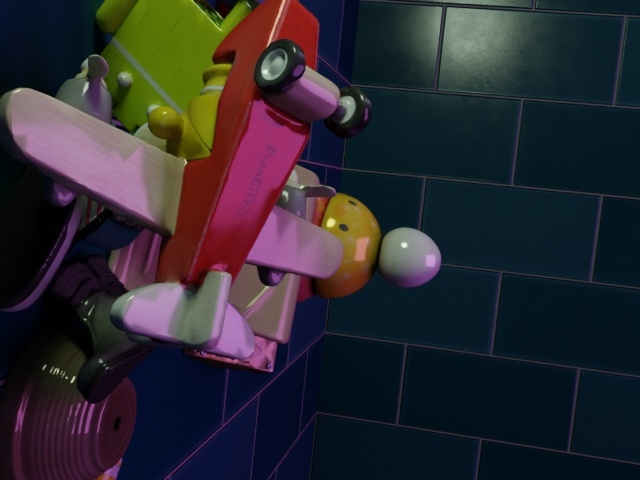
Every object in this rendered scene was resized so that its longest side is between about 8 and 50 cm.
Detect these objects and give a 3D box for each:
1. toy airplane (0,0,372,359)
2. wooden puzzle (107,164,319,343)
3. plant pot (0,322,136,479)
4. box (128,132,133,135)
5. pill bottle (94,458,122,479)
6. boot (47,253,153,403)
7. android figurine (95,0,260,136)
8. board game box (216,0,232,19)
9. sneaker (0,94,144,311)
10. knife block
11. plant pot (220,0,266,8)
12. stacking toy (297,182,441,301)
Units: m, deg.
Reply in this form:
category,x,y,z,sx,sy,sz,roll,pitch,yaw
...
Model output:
category,x,y,z,sx,sy,sz,roll,pitch,yaw
toy airplane,-0.140,-0.056,0.918,0.384,0.272,0.386,-31,127,-30
wooden puzzle,-0.174,-0.020,1.332,0.080,0.348,0.322,-18,-125,52
plant pot,-0.317,0.235,1.040,0.237,0.109,0.237,8,90,-80
box,-0.254,-0.119,1.190,0.027,0.094,0.137,70,29,-64
pill bottle,-0.330,0.339,1.153,0.065,0.065,0.116,80,19,-57
boot,-0.293,0.104,1.007,0.083,0.161,0.246,-49,-178,13
android figurine,-0.197,-0.239,1.052,0.273,0.248,0.056,-43,175,22
board game box,-0.152,-0.357,1.620,0.242,0.064,0.317,15,81,-75
sneaker,-0.300,-0.019,0.961,0.178,0.123,0.295,64,32,-54
knife block,-0.213,0.232,1.719,0.275,0.242,0.088,18,72,-33
plant pot,-0.117,-0.500,1.289,0.196,0.293,0.293,-55,165,-7
stacking toy,0.000,0.000,1.560,0.350,0.480,0.351,7,90,-80
